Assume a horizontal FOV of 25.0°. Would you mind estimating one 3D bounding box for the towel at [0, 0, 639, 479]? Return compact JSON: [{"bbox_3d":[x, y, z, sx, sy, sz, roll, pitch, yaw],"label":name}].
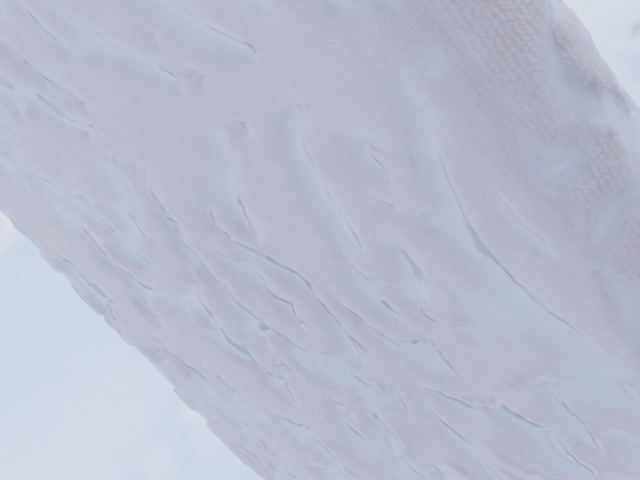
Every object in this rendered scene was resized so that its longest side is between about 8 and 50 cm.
[{"bbox_3d":[0.000,0.000,0.467,0.053,0.332,0.317,-51,21,-24],"label":"towel"}]
